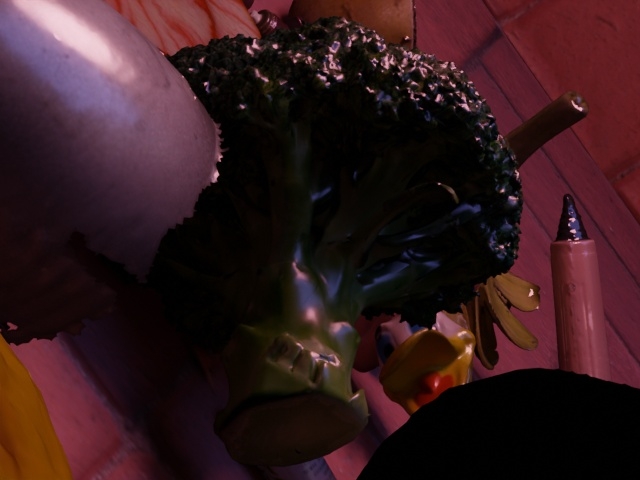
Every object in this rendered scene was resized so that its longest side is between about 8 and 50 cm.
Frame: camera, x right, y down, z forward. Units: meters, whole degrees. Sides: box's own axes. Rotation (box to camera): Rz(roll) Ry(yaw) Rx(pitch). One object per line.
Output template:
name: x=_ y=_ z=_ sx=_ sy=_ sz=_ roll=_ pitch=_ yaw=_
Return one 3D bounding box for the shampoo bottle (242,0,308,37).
shampoo bottle: x=-0.015 y=-0.170 z=1.754 sx=0.236 sy=0.068 sz=0.067 roll=45 pitch=21 yaw=-36

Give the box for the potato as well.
potato: x=0.025 y=-0.234 z=1.887 sx=0.202 sy=0.117 sz=0.182 roll=-108 pitch=-162 yaw=-45

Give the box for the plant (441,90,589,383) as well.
plant: x=0.090 y=-0.039 z=1.608 sx=0.261 sy=0.297 sz=0.306 roll=31 pitch=18 yaw=39

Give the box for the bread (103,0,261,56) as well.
bread: x=-0.176 y=-0.189 z=1.297 sx=0.327 sy=0.114 sz=0.295 roll=36 pitch=27 yaw=-43

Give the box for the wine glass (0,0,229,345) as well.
wine glass: x=-0.217 y=-0.100 z=0.927 sx=0.357 sy=0.190 sz=0.190 roll=45 pitch=21 yaw=-33

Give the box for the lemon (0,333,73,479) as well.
lemon: x=-0.206 y=0.112 z=0.358 sx=0.387 sy=0.349 sz=0.350 roll=44 pitch=21 yaw=-39

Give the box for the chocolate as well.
chocolate: x=0.170 y=0.245 z=1.192 sx=0.284 sy=0.283 sz=0.186 roll=68 pitch=6 yaw=33

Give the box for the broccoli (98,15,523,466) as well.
broccoli: x=0.000 y=0.000 z=1.151 sx=0.297 sy=0.297 sz=0.297 roll=38 pitch=36 yaw=-43

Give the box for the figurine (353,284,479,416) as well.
figurine: x=0.142 y=0.185 z=1.399 sx=0.421 sy=0.154 sz=0.193 roll=57 pitch=13 yaw=-2

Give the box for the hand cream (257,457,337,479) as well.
hand cream: x=0.001 y=0.190 z=1.217 sx=0.194 sy=0.042 sz=0.067 roll=59 pitch=19 yaw=-7

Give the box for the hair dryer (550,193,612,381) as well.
hair dryer: x=0.263 y=0.126 z=1.691 sx=0.189 sy=0.106 sz=0.344 roll=2 pitch=84 yaw=-68
